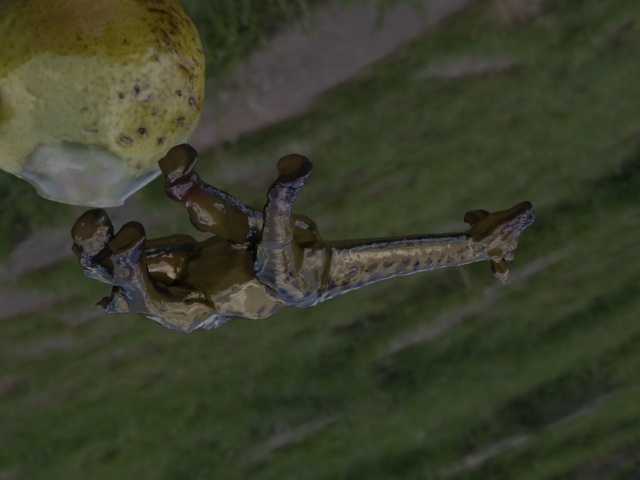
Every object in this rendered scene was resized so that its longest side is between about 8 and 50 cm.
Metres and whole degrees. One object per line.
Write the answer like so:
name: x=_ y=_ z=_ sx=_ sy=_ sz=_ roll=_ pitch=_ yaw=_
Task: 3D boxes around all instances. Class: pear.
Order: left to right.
pear: x=-0.260 y=-0.171 z=1.660 sx=0.271 sy=0.271 sz=0.271 roll=-24 pitch=172 yaw=-3

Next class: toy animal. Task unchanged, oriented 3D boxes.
toy animal: x=-0.007 y=0.005 z=0.779 sx=0.149 sy=0.054 sz=0.275 roll=-37 pitch=150 yaw=29
